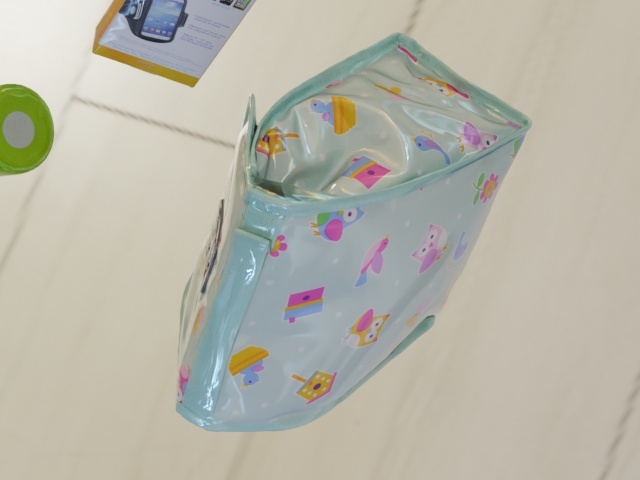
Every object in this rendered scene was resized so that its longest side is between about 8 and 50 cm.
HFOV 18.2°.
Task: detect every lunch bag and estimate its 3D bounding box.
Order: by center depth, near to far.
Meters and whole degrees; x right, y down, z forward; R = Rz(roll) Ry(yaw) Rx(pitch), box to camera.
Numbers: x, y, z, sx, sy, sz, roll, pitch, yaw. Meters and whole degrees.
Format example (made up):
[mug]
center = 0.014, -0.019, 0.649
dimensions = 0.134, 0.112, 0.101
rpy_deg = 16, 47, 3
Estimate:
[lunch bag]
center = 0.000, 0.000, 1.427
dimensions = 0.160, 0.262, 0.223
rpy_deg = 37, 129, 19

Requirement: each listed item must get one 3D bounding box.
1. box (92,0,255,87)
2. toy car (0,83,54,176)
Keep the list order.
[box]
center = -0.097, -0.166, 1.394
dimensions = 0.136, 0.081, 0.028
rpy_deg = -49, 30, 45
[toy car]
center = -0.270, -0.094, 1.114
dimensions = 0.155, 0.188, 0.149
rpy_deg = -4, 31, 48
